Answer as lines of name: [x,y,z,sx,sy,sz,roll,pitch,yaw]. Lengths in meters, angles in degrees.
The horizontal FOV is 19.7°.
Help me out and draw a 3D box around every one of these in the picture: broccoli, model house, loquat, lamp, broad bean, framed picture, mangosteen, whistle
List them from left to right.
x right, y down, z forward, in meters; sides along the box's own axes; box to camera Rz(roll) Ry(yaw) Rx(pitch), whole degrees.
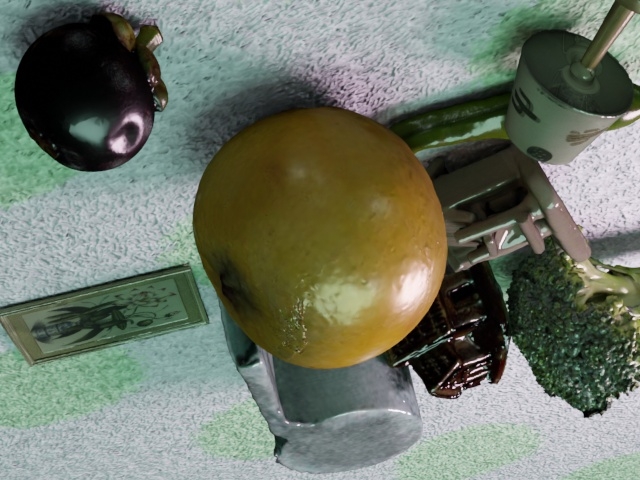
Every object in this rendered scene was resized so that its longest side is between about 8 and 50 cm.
mangosteen: [-0.194,-0.135,1.614,0.151,0.137,0.137,-43,163,-20]
framed picture: [-0.252,0.090,2.169,0.231,0.010,0.173,-14,155,0]
whistle: [-0.026,0.162,2.259,0.188,0.168,0.404,-31,146,31]
loquat: [0.000,0.000,1.812,0.263,0.263,0.263,-11,155,-5]
model house: [0.147,0.117,2.256,0.152,0.165,0.106,-20,177,-24]
model house: [0.184,-0.026,2.022,0.188,0.122,0.229,-17,158,12]
broad bean: [0.196,-0.123,1.908,0.318,0.056,0.098,-13,162,10]
lamp: [0.255,-0.173,1.759,0.121,0.121,0.215,0,141,-27]
broccoli: [0.411,0.067,2.267,0.361,0.221,0.252,-28,160,6]
